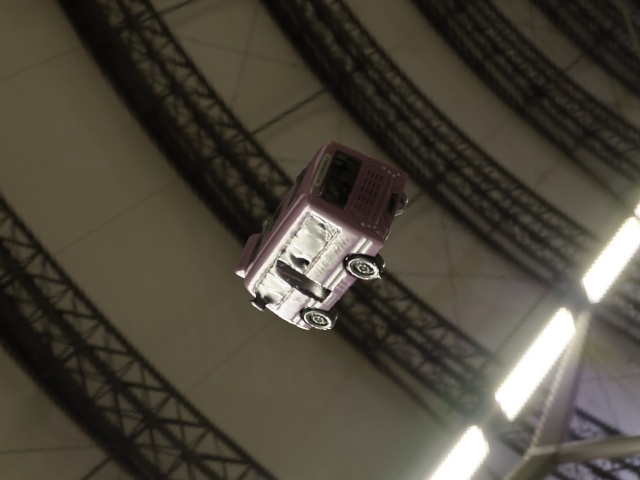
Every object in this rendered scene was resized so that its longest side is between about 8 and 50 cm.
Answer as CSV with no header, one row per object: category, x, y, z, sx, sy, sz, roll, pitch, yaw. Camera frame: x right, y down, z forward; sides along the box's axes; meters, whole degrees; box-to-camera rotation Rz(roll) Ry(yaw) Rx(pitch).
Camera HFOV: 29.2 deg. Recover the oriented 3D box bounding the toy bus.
toy bus,0.000,0.000,1.153,0.108,0.199,0.096,27,-125,-8
